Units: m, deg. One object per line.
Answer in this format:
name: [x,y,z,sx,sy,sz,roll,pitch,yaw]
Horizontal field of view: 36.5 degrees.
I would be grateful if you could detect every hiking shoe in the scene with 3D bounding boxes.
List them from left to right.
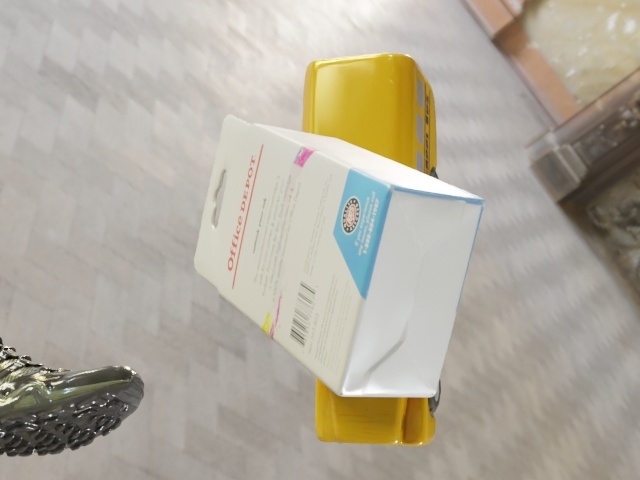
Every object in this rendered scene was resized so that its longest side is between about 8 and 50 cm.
hiking shoe: [-0.255,0.108,0.759,0.086,0.226,0.114,97,-18,-57]

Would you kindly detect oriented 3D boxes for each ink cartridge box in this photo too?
ink cartridge box: [0.000,0.000,0.528,0.061,0.104,0.181,5,15,-32]

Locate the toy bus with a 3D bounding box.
toy bus: [0.045,0.014,0.869,0.130,0.108,0.333,32,58,-70]
